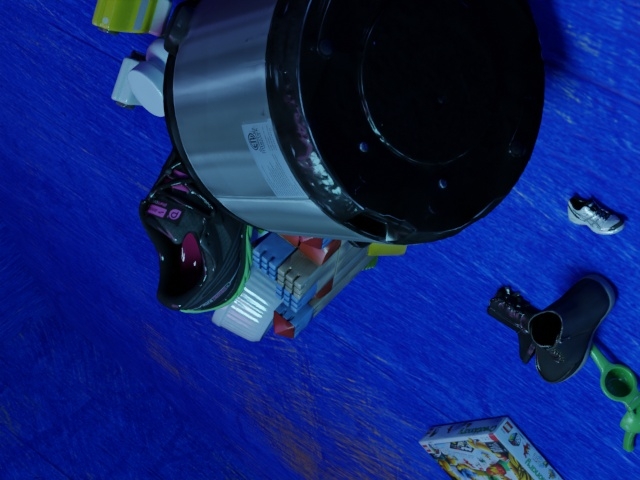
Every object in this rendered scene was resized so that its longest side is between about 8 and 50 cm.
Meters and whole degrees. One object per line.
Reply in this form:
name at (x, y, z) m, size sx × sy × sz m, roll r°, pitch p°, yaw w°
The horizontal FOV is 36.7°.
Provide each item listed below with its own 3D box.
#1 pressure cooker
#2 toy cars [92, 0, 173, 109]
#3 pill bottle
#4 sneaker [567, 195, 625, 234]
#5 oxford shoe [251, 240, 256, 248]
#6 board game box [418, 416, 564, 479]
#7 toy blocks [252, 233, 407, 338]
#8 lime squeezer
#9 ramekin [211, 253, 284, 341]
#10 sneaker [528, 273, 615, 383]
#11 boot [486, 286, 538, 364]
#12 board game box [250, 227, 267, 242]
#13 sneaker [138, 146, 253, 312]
pressure cooker at (0.008, -0.185, 1.178) m, size 0.375 × 0.370 × 0.420 m, roll 8°, pitch 178°, yaw -32°
toy cars at (-0.291, -0.328, 1.649) m, size 0.087 × 0.176 × 0.394 m, roll 24°, pitch 156°, yaw 8°
pill bottle at (-0.203, -0.291, 1.543) m, size 0.117 × 0.208 × 0.118 m, roll 35°, pitch 152°, yaw 22°
sneaker at (0.360, -0.034, 1.270) m, size 0.083 × 0.032 × 0.037 m, roll 20°, pitch 144°, yaw 41°
oxford shoe at (-0.261, 0.030, 2.177) m, size 0.169 × 0.130 × 0.449 m, roll 50°, pitch 152°, yaw 1°
board game box at (0.345, 0.453, 1.957) m, size 0.193 × 0.053 × 0.305 m, roll 48°, pitch 154°, yaw -4°
toy blocks at (0.000, 0.000, 1.595) m, size 0.190 × 0.261 × 0.381 m, roll 38°, pitch 152°, yaw 17°
lime squeezer at (0.460, 0.230, 1.493) m, size 0.310 × 0.058 × 0.110 m, roll 58°, pitch -176°, yaw -23°
ramekin at (-0.125, 0.113, 2.017) m, size 0.109 × 0.207 × 0.207 m, roll 34°, pitch 153°, yaw 3°
sneaker at (0.338, 0.147, 1.415) m, size 0.083 × 0.118 × 0.222 m, roll 45°, pitch 144°, yaw 30°
boot at (0.315, 0.137, 1.565) m, size 0.099 × 0.045 × 0.121 m, roll 33°, pitch 144°, yaw 22°
board game box at (-0.163, -0.072, 1.887) m, size 0.211 × 0.039 × 0.160 m, roll -30°, pitch 102°, yaw 38°
sneaker at (-0.217, -0.086, 1.744) m, size 0.185 × 0.202 × 0.483 m, roll 11°, pitch 109°, yaw 32°
